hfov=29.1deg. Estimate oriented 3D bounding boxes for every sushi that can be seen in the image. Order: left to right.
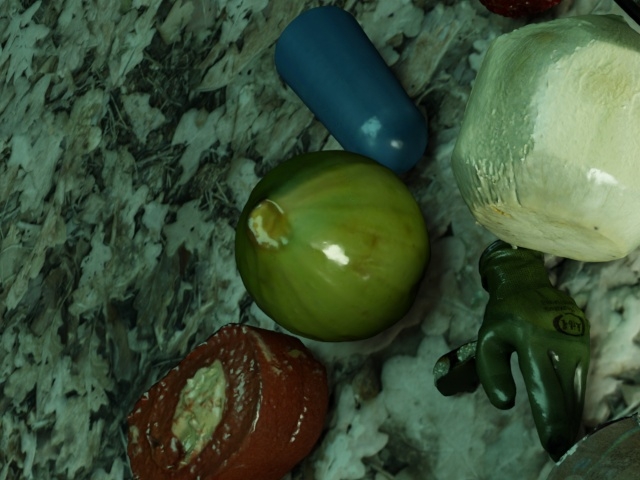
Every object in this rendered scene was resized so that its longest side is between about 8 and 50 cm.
[{"bbox_3d":[0.168,0.141,1.406,0.083,0.044,0.046,-34,26,26],"label":"sushi"}]

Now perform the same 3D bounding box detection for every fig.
[{"bbox_3d":[0.000,0.000,1.471,0.239,0.271,0.239,-11,68,29],"label":"fig"}]

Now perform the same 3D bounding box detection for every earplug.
[{"bbox_3d":[0.050,-0.187,1.636,0.132,0.132,0.273,-48,46,16],"label":"earplug"}]

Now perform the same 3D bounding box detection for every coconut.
[{"bbox_3d":[0.266,-0.118,1.292,0.245,0.245,0.247,3,71,47],"label":"coconut"}]

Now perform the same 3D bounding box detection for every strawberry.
[{"bbox_3d":[0.255,-0.337,1.529,0.145,0.086,0.145,-22,55,35],"label":"strawberry"}]

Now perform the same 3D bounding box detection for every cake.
[{"bbox_3d":[-0.118,0.236,1.564,0.283,0.151,0.177,-39,58,25],"label":"cake"}]

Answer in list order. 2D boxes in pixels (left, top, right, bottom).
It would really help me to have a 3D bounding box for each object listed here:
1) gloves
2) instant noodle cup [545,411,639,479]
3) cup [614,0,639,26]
[{"bbox_3d":[0.226,0.107,1.301,0.107,0.135,0.268,99,166,-52],"label":"gloves"},{"bbox_3d":[0.309,0.275,1.059,0.217,0.217,0.207,-53,35,11],"label":"instant noodle cup"},{"bbox_3d":[0.385,-0.325,1.331,0.177,0.166,0.239,-47,44,13],"label":"cup"}]
